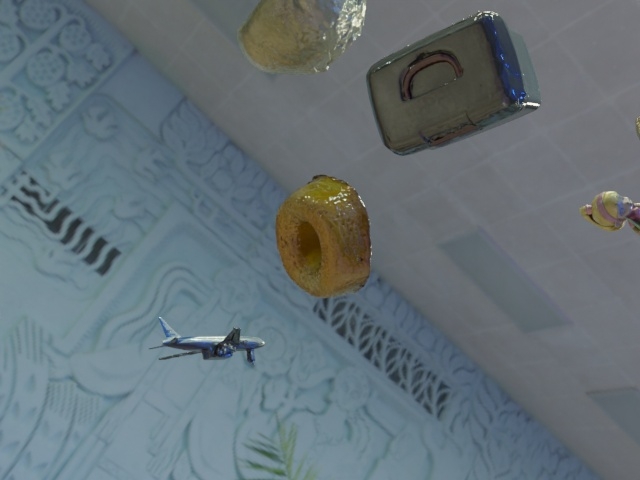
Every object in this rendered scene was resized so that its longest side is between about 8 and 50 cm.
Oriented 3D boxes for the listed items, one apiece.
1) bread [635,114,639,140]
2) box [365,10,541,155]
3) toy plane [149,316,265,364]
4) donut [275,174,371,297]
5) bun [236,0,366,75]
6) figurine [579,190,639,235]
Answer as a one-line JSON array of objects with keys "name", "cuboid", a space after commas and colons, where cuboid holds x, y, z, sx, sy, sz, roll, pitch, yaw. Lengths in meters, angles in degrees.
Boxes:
[{"name": "bread", "cuboid": [0.697, -0.204, 1.406, 0.148, 0.134, 0.141, -31, -58, 29]}, {"name": "box", "cuboid": [0.178, -0.205, 0.994, 0.210, 0.129, 0.148, -18, -96, 36]}, {"name": "toy plane", "cuboid": [-0.185, 0.180, 1.280, 0.226, 0.058, 0.226, 19, -32, -39]}, {"name": "donut", "cuboid": [0.000, 0.003, 1.613, 0.278, 0.108, 0.277, 29, -51, 43]}, {"name": "bun", "cuboid": [-0.023, -0.526, 1.746, 0.227, 0.349, 0.352, 43, -13, -6]}, {"name": "figurine", "cuboid": [0.570, -0.038, 1.346, 0.187, 0.083, 0.083, 14, -30, -4]}]
